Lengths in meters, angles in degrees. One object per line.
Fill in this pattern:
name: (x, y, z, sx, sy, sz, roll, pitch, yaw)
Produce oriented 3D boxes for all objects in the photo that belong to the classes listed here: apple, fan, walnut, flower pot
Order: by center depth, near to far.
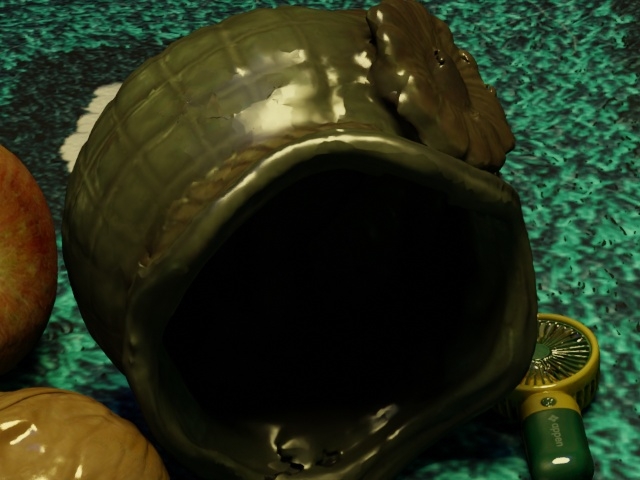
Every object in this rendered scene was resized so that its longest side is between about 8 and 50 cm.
walnut: (-0.176, 0.167, 0.824, 0.167, 0.167, 0.207, 15, 40, 35)
flower pot: (0.000, 0.000, 0.921, 0.301, 0.302, 0.213, -16, 40, -11)
fan: (0.143, 0.106, 0.952, 0.082, 0.039, 0.155, -7, 32, 4)
apple: (-0.295, 0.016, 1.074, 0.211, 0.211, 0.188, -31, 10, -31)
